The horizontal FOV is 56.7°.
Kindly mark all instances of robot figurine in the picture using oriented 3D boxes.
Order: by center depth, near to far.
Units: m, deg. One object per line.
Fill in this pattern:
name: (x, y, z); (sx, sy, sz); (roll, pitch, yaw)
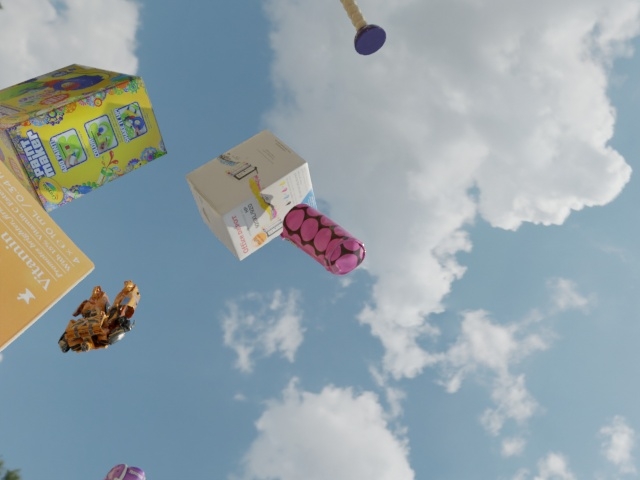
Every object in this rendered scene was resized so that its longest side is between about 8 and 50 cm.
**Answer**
robot figurine: (-0.632, 0.220, 1.706); (0.211, 0.291, 0.085); (-11, -68, 4)

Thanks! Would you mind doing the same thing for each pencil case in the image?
pencil case: (0.000, 0.000, 1.275); (0.098, 0.095, 0.209); (-36, -142, -17)

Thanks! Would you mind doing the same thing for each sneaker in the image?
sneaker: (-0.432, 0.554, 1.237); (0.161, 0.102, 0.282); (-50, -159, -16)

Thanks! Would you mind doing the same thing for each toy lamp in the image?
toy lamp: (0.056, -0.517, 1.265); (0.080, 0.080, 0.274); (-39, -120, 26)

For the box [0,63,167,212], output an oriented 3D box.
box: (-0.530, -0.223, 1.220); (0.290, 0.279, 0.176); (21, -46, 39)

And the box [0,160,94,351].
box: (-0.372, 0.049, 0.440); (0.168, 0.345, 0.215); (-32, -75, 18)

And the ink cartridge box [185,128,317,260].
ink cartridge box: (-0.158, -0.107, 1.385); (0.233, 0.171, 0.168); (-35, -126, -17)
